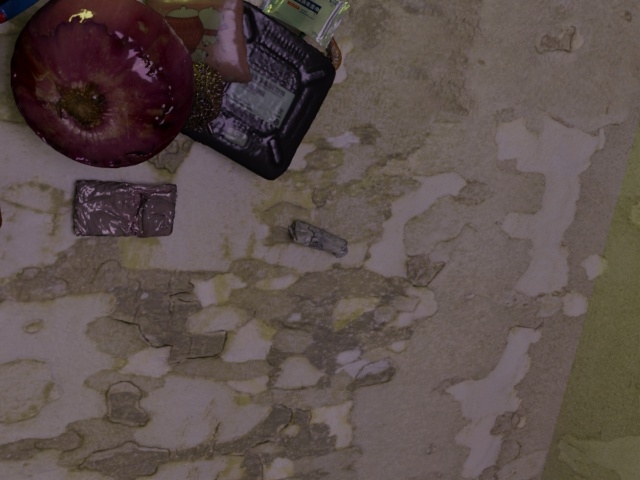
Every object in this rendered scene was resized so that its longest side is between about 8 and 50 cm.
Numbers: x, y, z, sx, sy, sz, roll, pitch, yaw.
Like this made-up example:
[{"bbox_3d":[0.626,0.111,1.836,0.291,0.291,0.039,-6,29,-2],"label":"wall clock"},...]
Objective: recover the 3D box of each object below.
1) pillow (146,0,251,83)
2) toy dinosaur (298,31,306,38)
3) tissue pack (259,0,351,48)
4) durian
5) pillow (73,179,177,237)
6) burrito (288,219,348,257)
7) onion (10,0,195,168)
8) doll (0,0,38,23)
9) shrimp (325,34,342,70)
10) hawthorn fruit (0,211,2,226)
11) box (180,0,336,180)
[{"bbox_3d":[-0.273,-0.457,1.740,0.236,0.084,0.223,-1,104,-3],"label":"pillow"},{"bbox_3d":[-0.005,-0.541,1.957,0.132,0.096,0.059,-36,128,15],"label":"toy dinosaur"},{"bbox_3d":[-0.039,-0.564,1.904,0.193,0.026,0.122,30,94,4],"label":"tissue pack"},{"bbox_3d":[-0.274,-0.298,1.734,0.149,0.091,0.188,-17,134,5],"label":"durian"},{"bbox_3d":[-0.445,-0.069,1.813,0.248,0.049,0.135,1,108,-35],"label":"pillow"},{"bbox_3d":[0.000,0.000,2.170,0.203,0.064,0.064,22,91,-39],"label":"burrito"},{"bbox_3d":[-0.425,-0.321,1.590,0.345,0.359,0.358,-48,145,-73],"label":"onion"},{"bbox_3d":[-0.624,-0.548,1.395,0.310,0.284,0.240,55,28,-31],"label":"doll"},{"bbox_3d":[0.015,-0.491,2.040,0.091,0.025,0.127,-27,122,-26],"label":"shrimp"},{"bbox_3d":[-0.715,0.001,1.585,0.165,0.165,0.285,-20,132,-31],"label":"hawthorn fruit"},{"bbox_3d":[-0.156,-0.357,1.906,0.359,0.091,0.350,27,89,-34],"label":"box"}]
